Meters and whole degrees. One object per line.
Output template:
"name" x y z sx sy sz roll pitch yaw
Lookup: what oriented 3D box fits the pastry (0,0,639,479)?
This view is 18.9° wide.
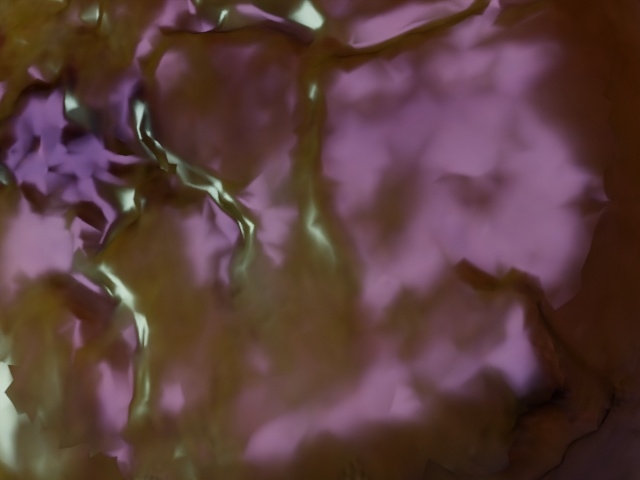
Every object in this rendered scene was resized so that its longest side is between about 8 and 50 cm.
"pastry" 0.000 0.000 0.861 0.410 0.245 0.409 -5 75 18
